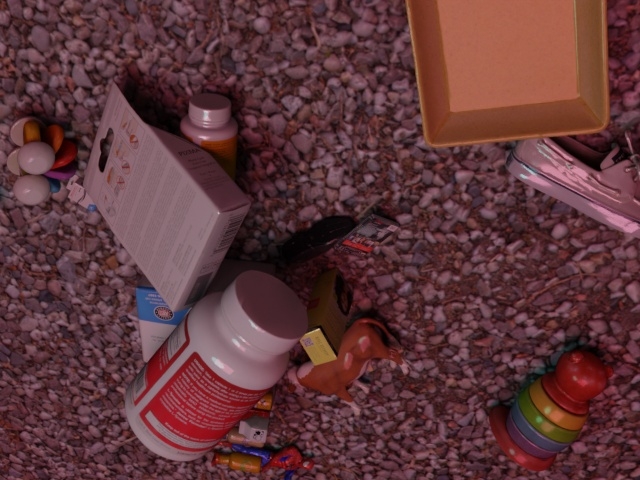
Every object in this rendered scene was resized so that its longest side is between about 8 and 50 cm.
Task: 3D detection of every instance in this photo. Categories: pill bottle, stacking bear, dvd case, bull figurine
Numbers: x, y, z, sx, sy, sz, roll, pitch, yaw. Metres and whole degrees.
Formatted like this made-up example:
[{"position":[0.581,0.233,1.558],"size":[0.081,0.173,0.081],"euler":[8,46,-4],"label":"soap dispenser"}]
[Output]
[{"position":[-0.210,0.253,1.669],"size":[0.229,0.229,0.408],"euler":[36,120,-10],"label":"pill bottle"},{"position":[0.525,0.360,1.813],"size":[0.175,0.164,0.289],"euler":[26,119,-4],"label":"stacking bear"},{"position":[0.099,-0.009,1.733],"size":[0.087,0.013,0.119],"euler":[17,134,-42],"label":"dvd case"},{"position":[0.061,0.301,1.911],"size":[0.188,0.101,0.310],"euler":[35,125,-14],"label":"bull figurine"},{"position":[-0.229,-0.185,1.664],"size":[0.117,0.117,0.215],"euler":[12,123,6],"label":"pill bottle"}]

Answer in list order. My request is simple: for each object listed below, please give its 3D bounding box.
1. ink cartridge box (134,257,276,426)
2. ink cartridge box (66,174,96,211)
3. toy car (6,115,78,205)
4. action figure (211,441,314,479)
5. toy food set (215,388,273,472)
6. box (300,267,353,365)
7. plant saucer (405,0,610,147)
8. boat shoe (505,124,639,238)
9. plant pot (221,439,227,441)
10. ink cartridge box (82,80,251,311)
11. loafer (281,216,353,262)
[{"position":[-0.255,0.243,1.905],"size":[0.285,0.166,0.395],"euler":[6,122,7],"label":"ink cartridge box"},{"position":[-0.534,-0.107,1.836],"size":[0.083,0.028,0.048],"euler":[31,123,-7],"label":"ink cartridge box"},{"position":[-0.594,-0.172,1.758],"size":[0.136,0.159,0.182],"euler":[-1,129,-30],"label":"toy car"},{"position":[-0.159,0.594,2.126],"size":[0.280,0.139,0.092],"euler":[1,123,9],"label":"action figure"},{"position":[-0.169,0.406,1.825],"size":[0.104,0.111,0.232],"euler":[9,125,-2],"label":"toy food set"},{"position":[0.014,0.159,1.752],"size":[0.058,0.232,0.087],"euler":[-19,116,23],"label":"box"},{"position":[0.334,-0.345,1.454],"size":[0.332,0.081,0.333],"euler":[-4,118,15],"label":"plant saucer"},{"position":[0.545,-0.129,1.525],"size":[0.367,0.136,0.156],"euler":[28,121,7],"label":"boat shoe"},{"position":[-0.312,0.471,2.037],"size":[0.236,0.236,0.032],"euler":[5,86,10],"label":"plant pot"},{"position":[-0.330,-0.093,1.673],"size":[0.385,0.091,0.308],"euler":[50,134,21],"label":"ink cartridge box"},{"position":[0.000,0.000,1.772],"size":[0.170,0.062,0.061],"euler":[-23,153,17],"label":"loafer"}]
